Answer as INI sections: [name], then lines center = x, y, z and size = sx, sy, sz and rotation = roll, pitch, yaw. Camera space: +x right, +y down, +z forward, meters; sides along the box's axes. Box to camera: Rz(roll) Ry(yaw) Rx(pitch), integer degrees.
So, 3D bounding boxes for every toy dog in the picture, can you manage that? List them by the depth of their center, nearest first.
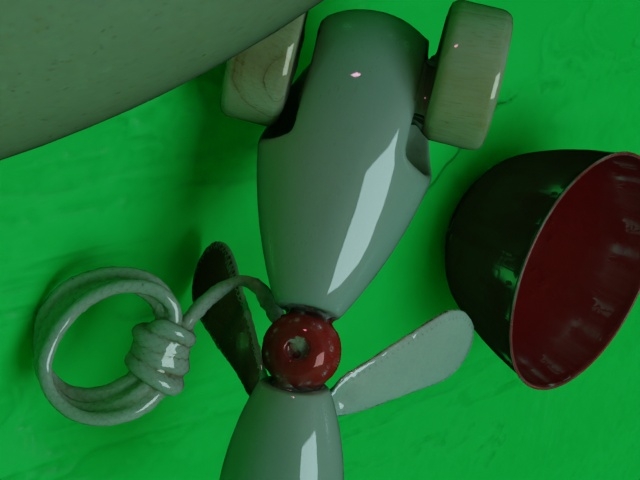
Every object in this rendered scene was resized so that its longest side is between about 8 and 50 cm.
[toy dog]
center = 0.000, 0.000, 1.076
size = 0.334, 0.220, 0.161
rotation = -58, 177, 4

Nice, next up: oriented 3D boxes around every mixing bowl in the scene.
[mixing bowl]
center = 0.155, 0.006, 1.326
size = 0.181, 0.098, 0.181
rotation = -29, 132, -38

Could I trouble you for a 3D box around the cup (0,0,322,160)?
[cup]
center = -0.174, -0.146, 0.663
size = 0.237, 0.331, 0.331
rotation = -42, 148, 14
